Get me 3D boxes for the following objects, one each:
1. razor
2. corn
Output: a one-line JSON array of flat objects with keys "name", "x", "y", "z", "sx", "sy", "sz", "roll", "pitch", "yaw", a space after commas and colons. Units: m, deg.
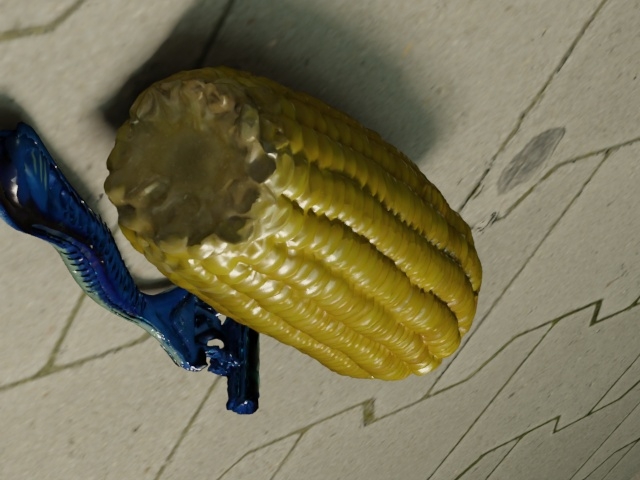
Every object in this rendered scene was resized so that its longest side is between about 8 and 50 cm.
[{"name": "razor", "x": -0.106, "y": 0.014, "z": 0.826, "sx": 0.056, "sy": 0.093, "sz": 0.324, "roll": -7, "pitch": 160, "yaw": 15}, {"name": "corn", "x": 0.000, "y": 0.000, "z": 0.865, "sx": 0.131, "sy": 0.131, "sz": 0.344, "roll": -43, "pitch": 158, "yaw": 7}]
